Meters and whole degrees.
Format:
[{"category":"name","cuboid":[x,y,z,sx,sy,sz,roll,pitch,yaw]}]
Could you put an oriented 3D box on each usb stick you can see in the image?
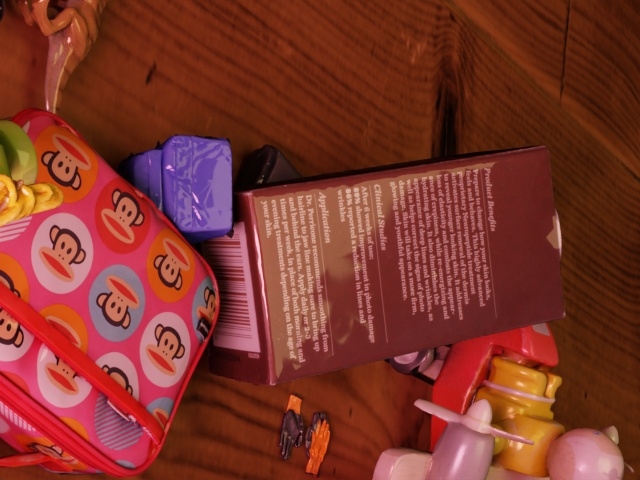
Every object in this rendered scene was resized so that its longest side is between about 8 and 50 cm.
[{"category":"usb stick","cuboid":[0.000,0.000,1.522,0.278,0.045,0.077,48,48,-40]}]

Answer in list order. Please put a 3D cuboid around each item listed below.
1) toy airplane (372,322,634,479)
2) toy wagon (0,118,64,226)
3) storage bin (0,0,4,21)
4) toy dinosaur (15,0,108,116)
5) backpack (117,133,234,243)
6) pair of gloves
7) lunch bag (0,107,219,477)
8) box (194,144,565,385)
[{"category":"toy airplane","cuboid":[0.218,0.285,1.591,0.386,0.272,0.384,-49,124,-46]},{"category":"toy wagon","cuboid":[-0.300,-0.026,0.849,0.267,0.344,0.068,-26,104,-53]},{"category":"storage bin","cuboid":[-0.328,-0.234,1.043,0.122,0.084,0.180,-47,123,-63]},{"category":"toy dinosaur","cuboid":[-0.226,-0.179,1.218,0.112,0.064,0.212,44,51,-43]},{"category":"backpack","cuboid":[-0.139,-0.048,1.276,0.101,0.120,0.098,7,82,-21]},{"category":"pair of gloves","cuboid":[-0.017,0.214,1.498,0.083,0.010,0.074,38,56,-44]},{"category":"lunch bag","cuboid":[-0.231,0.063,1.140,0.293,0.120,0.258,48,53,-38]},{"category":"box","cuboid":[0.065,0.017,1.421,0.381,0.143,0.191,-9,95,-31]}]
